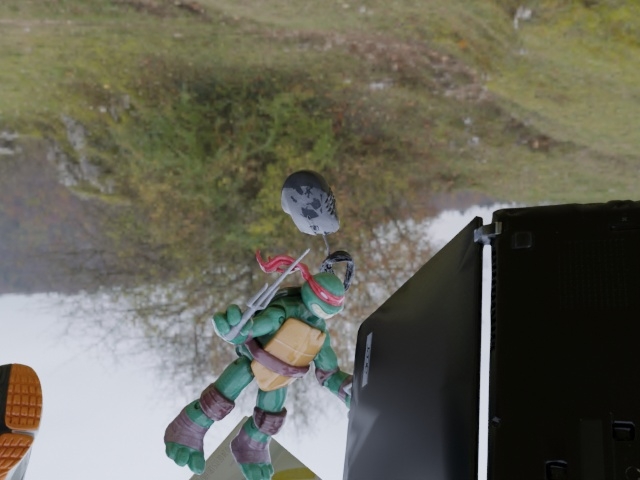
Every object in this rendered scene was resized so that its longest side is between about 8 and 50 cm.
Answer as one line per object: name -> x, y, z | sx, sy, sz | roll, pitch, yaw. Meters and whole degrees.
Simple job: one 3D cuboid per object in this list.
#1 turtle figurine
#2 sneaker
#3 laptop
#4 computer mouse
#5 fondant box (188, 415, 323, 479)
turtle figurine -> -0.032, 0.107, 0.699 | 0.175, 0.234, 0.118 | 29, -160, -17
sneaker -> -0.399, 0.282, 0.969 | 0.099, 0.263, 0.121 | 12, 159, -11
laptop -> 0.114, 0.115, 0.341 | 0.264, 0.234, 0.136 | -3, 150, 19
computer mouse -> 0.000, 0.000, 1.077 | 0.071, 0.242, 0.041 | -7, -134, 14
fondant box -> -0.054, 0.432, 1.084 | 0.330, 0.096, 0.238 | 40, -143, 5
